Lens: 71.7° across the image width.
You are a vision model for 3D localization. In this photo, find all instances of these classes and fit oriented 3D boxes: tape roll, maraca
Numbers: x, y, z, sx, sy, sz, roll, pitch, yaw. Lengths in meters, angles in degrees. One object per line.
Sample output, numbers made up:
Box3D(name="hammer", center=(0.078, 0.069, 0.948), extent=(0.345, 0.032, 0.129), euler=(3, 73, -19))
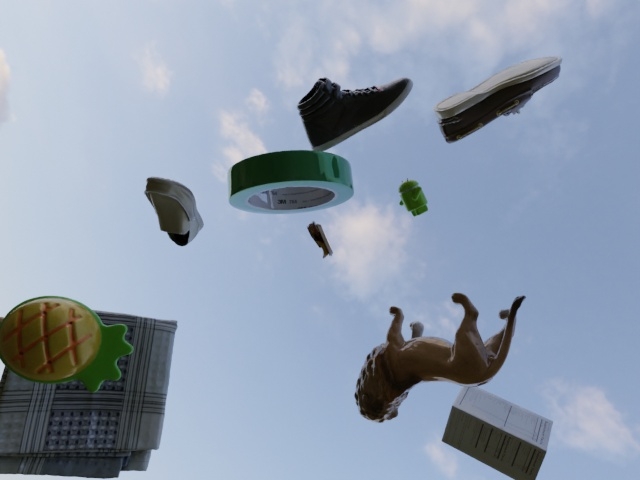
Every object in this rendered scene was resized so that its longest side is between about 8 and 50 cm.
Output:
Box3D(name="tape roll", center=(-0.077, -0.141, 1.146), extent=(0.322, 0.321, 0.077), euler=(-13, -102, 40))
Box3D(name="maraca", center=(-0.384, 0.155, 0.669), extent=(0.186, 0.127, 0.099), euler=(24, -18, -13))

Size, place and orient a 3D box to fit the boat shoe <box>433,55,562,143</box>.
Box3D(name="boat shoe", center=(0.435, -0.344, 1.077), extent=(0.096, 0.325, 0.116), euler=(65, -2, -26))

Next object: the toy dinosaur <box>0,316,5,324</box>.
Box3D(name="toy dinosaur", center=(-0.768, 0.202, 1.078), extent=(0.112, 0.212, 0.064), euler=(17, -63, 32))

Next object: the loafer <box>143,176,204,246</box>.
Box3D(name="loafer", center=(-0.366, -0.065, 1.121), extent=(0.102, 0.091, 0.268), euler=(7, -25, 10))

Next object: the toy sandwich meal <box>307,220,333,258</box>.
Box3D(name="toy sandwich meal", center=(0.000, 0.000, 0.946), extent=(0.029, 0.085, 0.085), euler=(-24, -91, 3))

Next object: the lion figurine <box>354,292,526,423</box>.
Box3D(name="lion figurine", center=(0.237, 0.248, 0.922), extent=(0.142, 0.240, 0.392), euler=(40, -43, -23))

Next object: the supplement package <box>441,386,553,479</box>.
Box3D(name="supplement package", center=(0.484, 0.527, 1.220), extent=(0.244, 0.139, 0.133), euler=(20, -65, 29))

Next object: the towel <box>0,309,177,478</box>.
Box3D(name="towel", center=(-0.470, 0.303, 0.896), extent=(0.056, 0.313, 0.323), euler=(-25, -124, 59))

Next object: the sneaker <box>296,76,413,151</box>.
Box3D(name="sneaker", center=(0.075, -0.347, 1.070), extent=(0.296, 0.104, 0.146), euler=(-31, -62, 6))

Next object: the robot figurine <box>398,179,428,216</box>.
Box3D(name="robot figurine", center=(0.274, -0.130, 1.316), extent=(0.115, 0.067, 0.101), euler=(65, -14, -1))
